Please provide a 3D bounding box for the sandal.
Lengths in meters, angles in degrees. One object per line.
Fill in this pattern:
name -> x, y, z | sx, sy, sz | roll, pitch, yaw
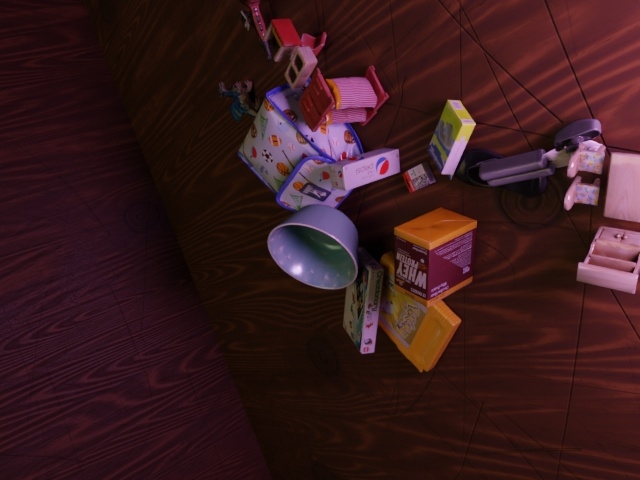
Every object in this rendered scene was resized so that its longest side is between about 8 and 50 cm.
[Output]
sandal -> 0.427, -0.167, 1.430 | 0.254, 0.054, 0.097 | 20, 125, 48

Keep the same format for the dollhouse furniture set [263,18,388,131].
dollhouse furniture set -> 0.011, -0.513, 1.703 | 0.374, 0.201, 0.152 | 65, 148, 16

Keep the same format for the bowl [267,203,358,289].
bowl -> 0.000, 0.000, 1.899 | 0.311, 0.163, 0.311 | 17, 143, 13

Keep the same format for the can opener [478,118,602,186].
can opener -> 0.491, -0.185, 1.298 | 0.280, 0.074, 0.093 | -16, 57, 44

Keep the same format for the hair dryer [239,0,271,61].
hair dryer -> -0.205, -0.757, 1.928 | 0.224, 0.080, 0.293 | 56, 172, 14

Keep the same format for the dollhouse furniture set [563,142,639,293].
dollhouse furniture set -> 0.586, -0.047, 1.132 | 0.212, 0.161, 0.242 | 14, 129, 33

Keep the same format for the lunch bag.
lunch bag -> -0.050, -0.275, 1.897 | 0.385, 0.239, 0.328 | 47, 144, 3

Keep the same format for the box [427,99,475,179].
box -> 0.331, -0.256, 1.495 | 0.178, 0.042, 0.109 | 106, 156, -44

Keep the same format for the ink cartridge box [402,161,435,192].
ink cartridge box -> 0.273, -0.176, 1.667 | 0.115, 0.029, 0.063 | -24, 89, 57

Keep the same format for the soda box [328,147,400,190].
soda box -> 0.130, -0.209, 1.680 | 0.069, 0.216, 0.074 | 19, 123, 51

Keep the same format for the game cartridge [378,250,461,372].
game cartridge -> 0.281, 0.237, 1.878 | 0.324, 0.052, 0.285 | 48, 142, 30

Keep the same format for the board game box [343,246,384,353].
board game box -> 0.139, 0.198, 1.951 | 0.193, 0.053, 0.305 | -129, 40, -63

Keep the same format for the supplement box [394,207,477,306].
supplement box -> 0.312, 0.042, 1.592 | 0.129, 0.191, 0.194 | 27, 130, 45

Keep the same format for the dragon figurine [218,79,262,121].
dragon figurine -> -0.293, -0.511, 2.224 | 0.289, 0.085, 0.144 | 61, 146, 12
